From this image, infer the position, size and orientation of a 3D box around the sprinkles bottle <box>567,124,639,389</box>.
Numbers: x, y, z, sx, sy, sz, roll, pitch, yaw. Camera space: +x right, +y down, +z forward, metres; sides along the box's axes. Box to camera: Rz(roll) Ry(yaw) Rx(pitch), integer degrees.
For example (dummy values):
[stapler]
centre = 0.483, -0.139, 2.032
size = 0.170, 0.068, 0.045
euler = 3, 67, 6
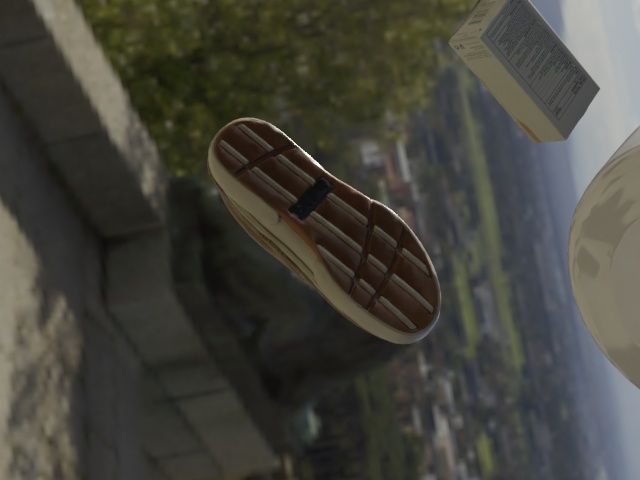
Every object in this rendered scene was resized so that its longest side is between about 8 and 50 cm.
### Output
[sprinkles bottle]
centre = 0.229, -0.064, 0.699
size = 0.355, 0.121, 0.121
euler = -42, 126, -45

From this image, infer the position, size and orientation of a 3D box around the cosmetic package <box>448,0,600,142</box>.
[cosmetic package]
centre = 0.158, -0.135, 1.294
size = 0.115, 0.041, 0.060
euler = 48, 65, -24

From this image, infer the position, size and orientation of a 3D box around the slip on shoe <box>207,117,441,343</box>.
[slip on shoe]
centre = 0.000, 0.000, 0.774
size = 0.135, 0.051, 0.041
euler = 39, -28, 13
